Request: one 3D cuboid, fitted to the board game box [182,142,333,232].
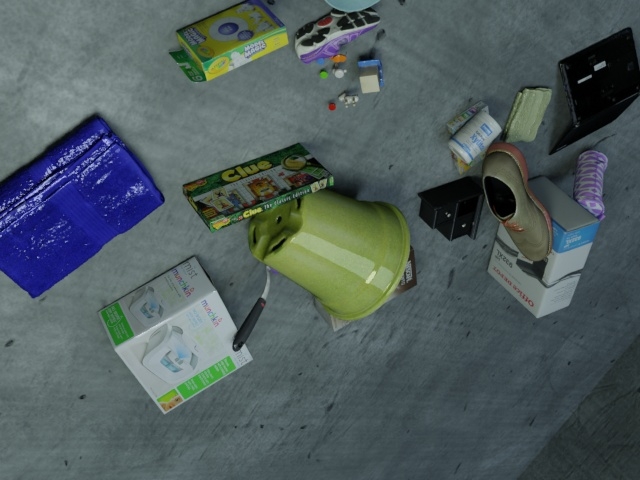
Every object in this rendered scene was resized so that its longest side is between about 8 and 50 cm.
[{"bbox_3d":[-0.120,-0.106,1.476,0.260,0.136,0.030,-23,133,-21],"label":"board game box"}]

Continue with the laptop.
[{"bbox_3d":[0.687,-0.376,1.964,0.234,0.136,0.264,-28,112,-16],"label":"laptop"}]

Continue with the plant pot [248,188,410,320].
[{"bbox_3d":[0.000,0.000,1.594,0.254,0.276,0.276,25,108,-36],"label":"plant pot"}]

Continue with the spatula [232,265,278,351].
[{"bbox_3d":[-0.122,0.106,1.650,0.084,0.030,0.296,57,48,-49],"label":"spatula"}]

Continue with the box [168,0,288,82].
[{"bbox_3d":[-0.157,-0.331,1.270,0.179,0.105,0.043,-30,145,-13],"label":"box"}]

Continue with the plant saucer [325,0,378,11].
[{"bbox_3d":[0.065,-0.501,1.345,0.195,0.037,0.195,-21,135,-22],"label":"plant saucer"}]

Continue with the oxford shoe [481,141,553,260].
[{"bbox_3d":[0.465,-0.064,1.869,0.348,0.123,0.130,57,48,-27],"label":"oxford shoe"}]

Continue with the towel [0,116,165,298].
[{"bbox_3d":[-0.436,-0.044,1.328,0.308,0.076,0.227,-37,139,-5],"label":"towel"}]

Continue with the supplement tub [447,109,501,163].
[{"bbox_3d":[0.347,-0.234,1.736,0.107,0.071,0.071,-45,140,4],"label":"supplement tub"}]

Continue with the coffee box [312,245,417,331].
[{"bbox_3d":[0.103,0.092,1.854,0.246,0.098,0.141,-28,138,-15],"label":"coffee box"}]

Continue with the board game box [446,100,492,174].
[{"bbox_3d":[0.354,-0.241,1.811,0.103,0.026,0.154,-34,139,-9],"label":"board game box"}]

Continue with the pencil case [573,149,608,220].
[{"bbox_3d":[0.727,-0.148,2.059,0.088,0.206,0.086,20,146,-3],"label":"pencil case"}]

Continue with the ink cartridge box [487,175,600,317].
[{"bbox_3d":[0.593,0.019,2.077,0.129,0.223,0.307,-18,135,-24],"label":"ink cartridge box"}]

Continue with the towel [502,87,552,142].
[{"bbox_3d":[0.504,-0.304,1.873,0.110,0.027,0.148,-8,130,-32],"label":"towel"}]

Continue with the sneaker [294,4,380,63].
[{"bbox_3d":[0.030,-0.381,1.420,0.170,0.068,0.071,-25,153,-6],"label":"sneaker"}]

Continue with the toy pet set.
[{"bbox_3d":[0.061,-0.327,1.499,0.114,0.065,0.122,-5,135,11],"label":"toy pet set"}]

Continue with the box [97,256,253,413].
[{"bbox_3d":[-0.299,0.201,1.619,0.231,0.127,0.262,-30,137,-11],"label":"box"}]

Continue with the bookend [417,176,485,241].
[{"bbox_3d":[0.316,-0.059,1.907,0.157,0.072,0.156,-18,135,-24],"label":"bookend"}]
